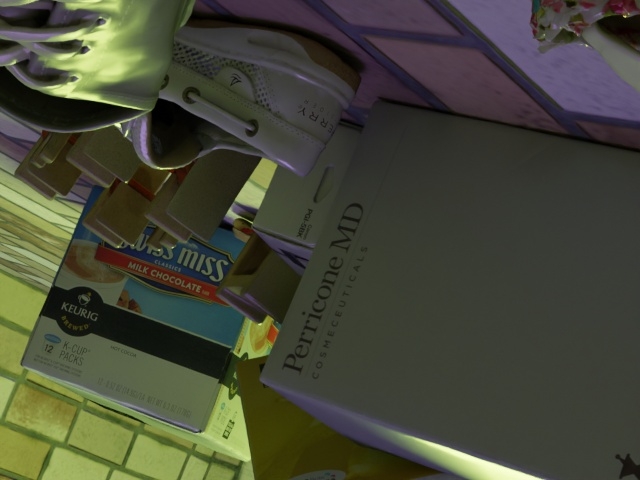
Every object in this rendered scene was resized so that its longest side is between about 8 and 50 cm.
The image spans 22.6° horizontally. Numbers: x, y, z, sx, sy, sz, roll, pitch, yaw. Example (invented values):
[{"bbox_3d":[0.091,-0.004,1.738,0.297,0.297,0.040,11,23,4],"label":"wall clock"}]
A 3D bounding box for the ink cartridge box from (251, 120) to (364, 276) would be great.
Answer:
[{"bbox_3d":[0.007,-0.026,1.206,0.056,0.099,0.135,19,169,20],"label":"ink cartridge box"}]

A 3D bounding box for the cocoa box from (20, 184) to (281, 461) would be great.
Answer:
[{"bbox_3d":[-0.172,0.108,1.921,0.231,0.228,0.347,19,170,11],"label":"cocoa box"}]

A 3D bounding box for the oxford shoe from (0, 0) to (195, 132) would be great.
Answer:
[{"bbox_3d":[-0.131,-0.147,0.781,0.169,0.130,0.449,24,169,-1],"label":"oxford shoe"}]

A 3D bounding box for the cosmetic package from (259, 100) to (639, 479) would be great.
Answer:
[{"bbox_3d":[0.180,0.064,0.997,0.385,0.217,0.156,13,166,32],"label":"cosmetic package"}]

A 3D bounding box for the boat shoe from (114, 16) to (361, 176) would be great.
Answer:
[{"bbox_3d":[-0.102,-0.096,1.069,0.277,0.096,0.098,13,167,43],"label":"boat shoe"}]

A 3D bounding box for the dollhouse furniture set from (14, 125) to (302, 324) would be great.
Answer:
[{"bbox_3d":[-0.103,-0.054,1.326,0.259,0.135,0.262,37,166,-17],"label":"dollhouse furniture set"}]

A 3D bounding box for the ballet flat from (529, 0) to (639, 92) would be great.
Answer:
[{"bbox_3d":[0.190,-0.070,0.649,0.241,0.077,0.091,21,169,0],"label":"ballet flat"}]

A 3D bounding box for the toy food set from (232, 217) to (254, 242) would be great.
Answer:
[{"bbox_3d":[-0.053,0.002,1.669,0.082,0.020,0.083,26,180,-9],"label":"toy food set"}]

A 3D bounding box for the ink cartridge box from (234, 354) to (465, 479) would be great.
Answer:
[{"bbox_3d":[0.090,0.116,1.245,0.303,0.072,0.307,-14,-151,-3],"label":"ink cartridge box"}]
